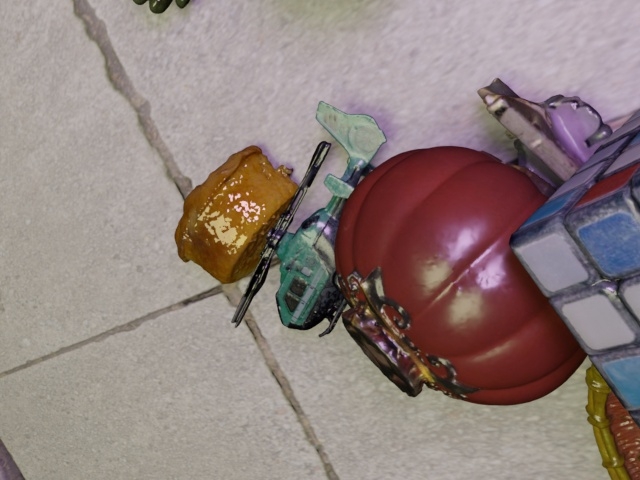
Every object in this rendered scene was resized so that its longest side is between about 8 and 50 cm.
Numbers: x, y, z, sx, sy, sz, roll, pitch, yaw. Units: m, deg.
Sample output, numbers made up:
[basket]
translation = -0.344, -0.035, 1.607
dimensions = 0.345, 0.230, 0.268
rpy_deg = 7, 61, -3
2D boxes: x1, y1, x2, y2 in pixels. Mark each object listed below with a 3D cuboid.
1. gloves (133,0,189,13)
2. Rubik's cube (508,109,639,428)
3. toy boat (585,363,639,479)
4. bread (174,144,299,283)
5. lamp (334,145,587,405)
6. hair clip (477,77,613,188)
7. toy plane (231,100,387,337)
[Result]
[gloves]
translation = -0.247, -0.441, 0.807
dimensions = 0.135, 0.107, 0.268
rpy_deg = 29, 146, 59
[Rubik's cube]
translation = 0.379, 0.001, 0.442
dimensions = 0.287, 0.293, 0.292
rpy_deg = 54, 143, 0
[toy boat]
translation = 0.402, 0.263, 0.713
dimensions = 0.141, 0.099, 0.317
rpy_deg = -23, 95, 36
[bread]
translation = -0.136, -0.024, 0.924
dimensions = 0.143, 0.139, 0.229
rpy_deg = 35, 129, 6
[lamp]
translation = 0.150, 0.041, 0.663
dimensions = 0.303, 0.257, 0.303
rpy_deg = 45, 168, 12
[hair clip]
translation = 0.283, -0.067, 0.650
dimensions = 0.292, 0.084, 0.106
rpy_deg = 47, 127, -1
[toy plane]
translation = 0.000, 0.000, 0.842
dimensions = 0.155, 0.106, 0.381
rpy_deg = 30, 123, 6
